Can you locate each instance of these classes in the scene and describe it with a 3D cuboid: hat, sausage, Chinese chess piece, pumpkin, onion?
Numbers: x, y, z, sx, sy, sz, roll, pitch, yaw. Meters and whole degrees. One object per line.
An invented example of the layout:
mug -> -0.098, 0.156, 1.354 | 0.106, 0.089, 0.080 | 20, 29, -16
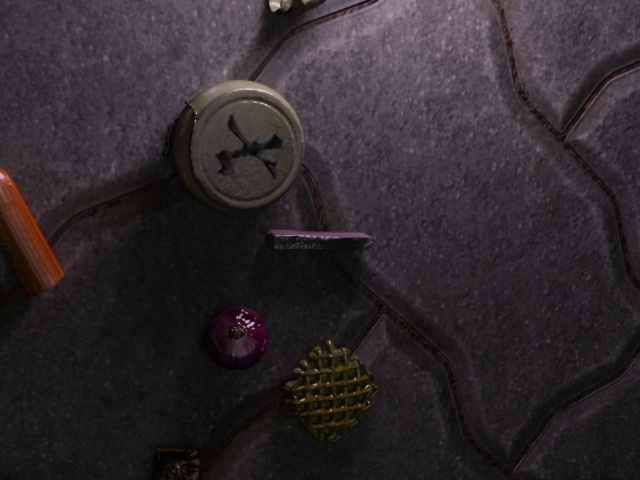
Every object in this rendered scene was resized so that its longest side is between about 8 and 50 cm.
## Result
hat -> -0.030, -0.466, 1.863 | 0.122, 0.081, 0.166 | -7, 89, 15
sausage -> -0.490, -0.028, 1.726 | 0.071, 0.071, 0.234 | -31, 112, -17
Chinese chess piece -> -0.141, -0.157, 1.854 | 0.238, 0.092, 0.237 | -5, 104, -23
pumpkin -> -0.256, 0.404, 1.938 | 0.083, 0.054, 0.074 | 2, 96, -21
onion -> -0.148, 0.173, 1.923 | 0.115, 0.115, 0.104 | -36, 157, -15

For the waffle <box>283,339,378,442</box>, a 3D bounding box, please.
waffle -> 0.020, 0.284, 2.054 | 0.169, 0.036, 0.183 | -48, 118, -12

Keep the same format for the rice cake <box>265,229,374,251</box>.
rice cake -> 0.000, 0.000, 1.981 | 0.207, 0.047, 0.036 | 1, 115, -24
